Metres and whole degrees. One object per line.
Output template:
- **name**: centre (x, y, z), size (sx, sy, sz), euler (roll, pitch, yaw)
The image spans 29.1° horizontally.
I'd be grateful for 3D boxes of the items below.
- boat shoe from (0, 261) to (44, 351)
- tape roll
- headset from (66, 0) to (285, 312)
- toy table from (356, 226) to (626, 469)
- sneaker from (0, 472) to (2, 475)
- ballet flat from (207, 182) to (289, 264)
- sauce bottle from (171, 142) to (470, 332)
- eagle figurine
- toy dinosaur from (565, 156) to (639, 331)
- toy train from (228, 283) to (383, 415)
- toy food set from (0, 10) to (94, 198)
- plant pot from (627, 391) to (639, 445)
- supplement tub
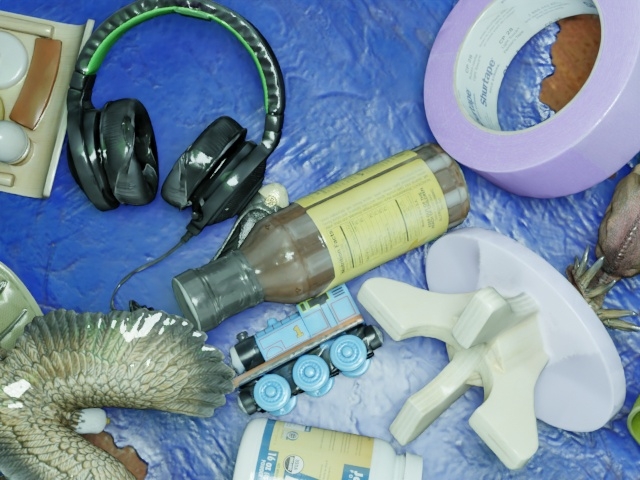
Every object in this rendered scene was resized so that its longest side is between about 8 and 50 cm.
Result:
- **boat shoe**: centre (-0.442, 0.041, 1.428), size (0.302, 0.103, 0.113), euler (40, 80, -13)
- **tape roll**: centre (0.250, -0.188, 1.369), size (0.275, 0.090, 0.274), euler (-20, 58, 35)
- **headset**: centre (-0.180, -0.081, 1.395), size (0.244, 0.185, 0.394), euler (12, 100, 3)
- **toy table**: centre (0.179, 0.117, 1.334), size (0.161, 0.252, 0.274), euler (-25, 52, -39)
- **sneaker**: centre (-0.373, 0.244, 1.410), size (0.152, 0.084, 0.058), euler (-33, 83, -3)
- **ballet flat**: centre (-0.088, 0.008, 1.451), size (0.057, 0.049, 0.173), euler (31, 85, 4)
- **sauce bottle**: centre (0.000, 0.000, 1.382), size (0.344, 0.111, 0.111), euler (-24, 83, -17)
- **eagle figurine**: centre (-0.265, 0.183, 1.295), size (0.298, 0.225, 0.226), euler (8, 112, 30)
- **toy dinosaur**: centre (0.347, -0.010, 1.362), size (0.127, 0.295, 0.200), euler (32, 43, 28)
- **toy train**: centre (-0.022, 0.129, 1.425), size (0.184, 0.080, 0.105), euler (-27, 74, 0)
- **toy food set**: centre (-0.438, -0.185, 1.460), size (0.306, 0.092, 0.219), euler (12, 84, 2)
- **plant pot**: centre (0.511, 0.111, 1.343), size (0.275, 0.274, 0.293), euler (23, 68, 4)
- **supplement tub**: centre (0.005, 0.281, 1.368), size (0.200, 0.144, 0.144), euler (9, 83, 2)
